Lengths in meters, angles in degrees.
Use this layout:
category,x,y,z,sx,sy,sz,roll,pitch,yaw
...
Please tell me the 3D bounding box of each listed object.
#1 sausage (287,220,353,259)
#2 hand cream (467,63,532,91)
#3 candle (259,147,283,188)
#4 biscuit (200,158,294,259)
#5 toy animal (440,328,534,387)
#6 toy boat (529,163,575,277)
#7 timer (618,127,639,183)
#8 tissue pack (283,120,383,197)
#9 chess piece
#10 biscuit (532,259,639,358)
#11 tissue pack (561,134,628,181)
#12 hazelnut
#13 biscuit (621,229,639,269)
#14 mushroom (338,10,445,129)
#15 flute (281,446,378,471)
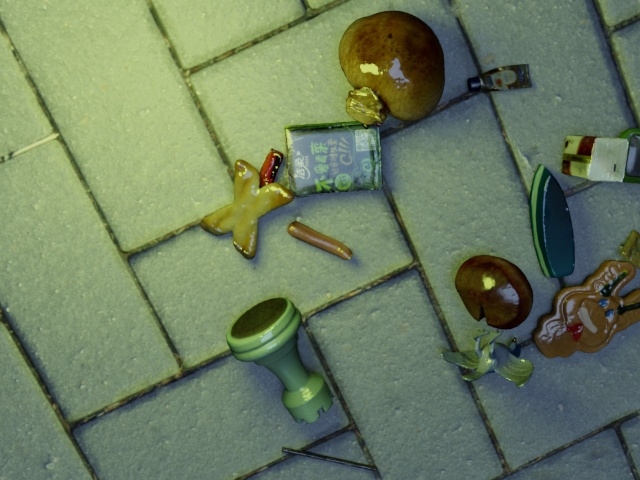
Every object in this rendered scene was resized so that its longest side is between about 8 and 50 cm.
category,x,y,z,sx,sy,sz,roll,pitch,yaw
sausage,-0.001,0.001,1.690,0.177,0.047,0.040,25,85,-7
hand cream,0.445,-0.397,1.669,0.163,0.039,0.062,-11,85,-6
candle,-0.131,-0.146,1.659,0.048,0.053,0.162,7,110,-51
biscuit,-0.180,-0.075,1.636,0.164,0.047,0.208,34,109,-3
toy animal,0.444,0.307,1.713,0.255,0.239,0.176,-38,119,-33
toy boat,0.595,-0.048,1.731,0.096,0.062,0.299,-13,101,-3
timer,0.817,-0.216,1.731,0.128,0.047,0.140,4,100,-8
tissue pack,0.032,-0.201,1.645,0.236,0.073,0.173,-5,100,-4
chess piece,-0.084,0.309,1.680,0.195,0.194,0.299,-29,110,0
biscuit,0.720,0.196,1.796,0.334,0.047,0.202,-33,102,1
tissue pack,0.673,-0.205,1.667,0.099,0.148,0.106,3,100,-6
hazelnut,0.439,0.119,1.690,0.204,0.178,0.178,35,97,31
biscuit,0.838,0.026,1.778,0.081,0.018,0.083,38,72,-8
mushroom,0.163,-0.391,1.546,0.263,0.195,0.283,25,87,-12
flute,0.026,0.589,1.814,0.270,0.014,0.014,14,98,-8
